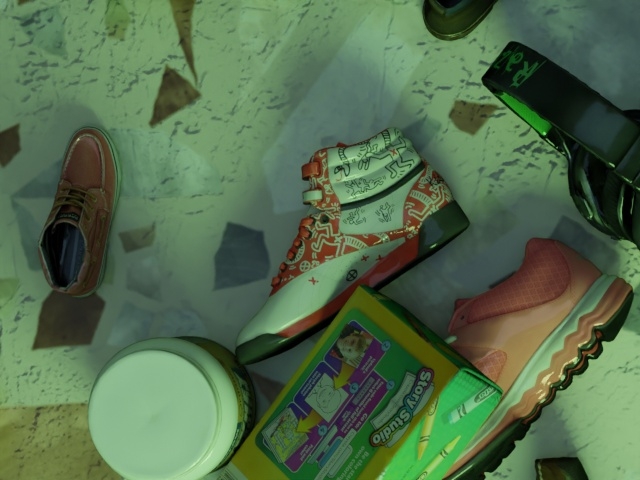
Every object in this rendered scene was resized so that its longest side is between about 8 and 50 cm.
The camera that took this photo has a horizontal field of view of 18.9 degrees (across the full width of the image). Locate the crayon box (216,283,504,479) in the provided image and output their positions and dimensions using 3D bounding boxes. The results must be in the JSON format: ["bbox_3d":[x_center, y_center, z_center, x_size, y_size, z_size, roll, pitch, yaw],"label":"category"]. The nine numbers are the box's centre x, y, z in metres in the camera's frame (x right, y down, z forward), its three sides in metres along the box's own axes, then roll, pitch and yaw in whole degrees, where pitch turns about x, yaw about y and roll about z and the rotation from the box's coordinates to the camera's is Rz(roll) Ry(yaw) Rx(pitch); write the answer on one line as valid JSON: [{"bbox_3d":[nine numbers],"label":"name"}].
[{"bbox_3d":[0.026,0.201,1.838,0.278,0.081,0.165,-54,46,4],"label":"crayon box"}]

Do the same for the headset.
[{"bbox_3d":[0.303,-0.030,1.819,0.394,0.243,0.185,35,93,-13],"label":"headset"}]

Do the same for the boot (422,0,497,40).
[{"bbox_3d":[0.178,-0.294,1.899,0.082,0.106,0.219,35,92,7],"label":"boot"}]

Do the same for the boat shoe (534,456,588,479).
[{"bbox_3d":[0.226,0.374,1.863,0.119,0.122,0.324,-7,87,12],"label":"boat shoe"}]

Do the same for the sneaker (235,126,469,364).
[{"bbox_3d":[0.001,0.000,1.919,0.270,0.090,0.145,-34,84,1],"label":"sneaker"}]

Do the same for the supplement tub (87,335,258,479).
[{"bbox_3d":[-0.144,0.165,1.872,0.144,0.199,0.144,0,88,7],"label":"supplement tub"}]

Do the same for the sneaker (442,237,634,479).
[{"bbox_3d":[0.163,0.129,1.898,0.136,0.116,0.314,43,87,18],"label":"sneaker"}]

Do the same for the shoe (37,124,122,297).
[{"bbox_3d":[-0.243,-0.031,1.950,0.063,0.081,0.178,5,88,7],"label":"shoe"}]
